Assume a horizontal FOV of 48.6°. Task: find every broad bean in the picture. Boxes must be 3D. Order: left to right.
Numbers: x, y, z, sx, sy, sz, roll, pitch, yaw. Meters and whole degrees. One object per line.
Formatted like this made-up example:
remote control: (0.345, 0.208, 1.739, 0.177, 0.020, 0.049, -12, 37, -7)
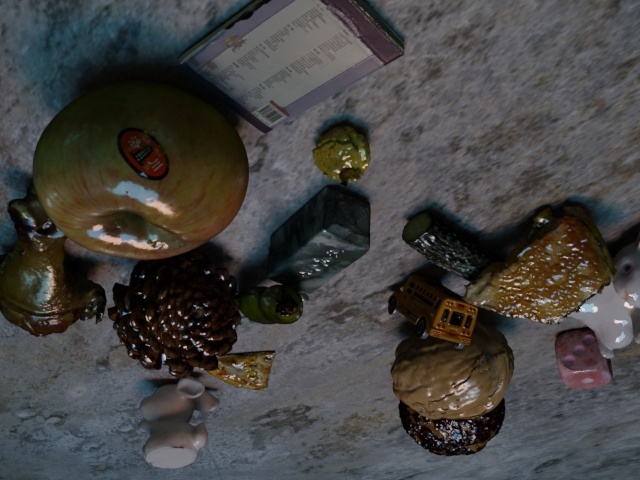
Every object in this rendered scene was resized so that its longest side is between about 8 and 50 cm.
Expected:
broad bean: (-0.084, 0.108, 1.185, 0.077, 0.061, 0.339, 27, 166, -16)

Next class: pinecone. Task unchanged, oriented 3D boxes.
pinecone: (-0.252, 0.116, 1.204, 0.222, 0.221, 0.221, 3, 145, 2)

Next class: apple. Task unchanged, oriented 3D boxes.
apple: (-0.225, -0.087, 0.907, 0.261, 0.193, 0.260, 2, 148, 1)

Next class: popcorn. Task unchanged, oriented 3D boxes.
popcorn: (0.031, -0.105, 0.955, 0.084, 0.084, 0.084, 3, 145, 2)

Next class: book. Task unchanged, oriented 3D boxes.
book: (-0.038, -0.221, 0.844, 0.231, 0.026, 0.157, -23, 140, 35)

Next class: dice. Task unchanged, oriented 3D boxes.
dice: (0.512, 0.231, 1.381, 0.093, 0.091, 0.094, -13, 141, 23)

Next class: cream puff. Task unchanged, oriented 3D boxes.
cream puff: (0.289, 0.383, 1.561, 0.239, 0.164, 0.239, 1, 148, 1)

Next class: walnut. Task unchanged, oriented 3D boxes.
walnut: (0.250, 0.240, 1.342, 0.198, 0.198, 0.245, 29, 141, -32)

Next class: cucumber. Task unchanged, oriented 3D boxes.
cucumber: (0.254, 0.039, 1.154, 0.294, 0.067, 0.068, 28, 139, -31)

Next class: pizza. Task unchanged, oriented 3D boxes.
pizza: (-0.153, 0.292, 1.586, 0.176, 0.036, 0.185, -21, 139, 31)
pizza: (0.341, 0.053, 1.088, 0.147, 0.069, 0.226, 45, 112, 6)

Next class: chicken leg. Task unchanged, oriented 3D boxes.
chicken leg: (-0.456, 0.068, 1.202, 0.212, 0.140, 0.361, 27, 143, -17)

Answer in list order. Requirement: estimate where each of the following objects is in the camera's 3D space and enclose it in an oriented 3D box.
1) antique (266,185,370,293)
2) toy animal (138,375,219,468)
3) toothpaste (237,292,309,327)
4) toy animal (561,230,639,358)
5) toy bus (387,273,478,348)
antique: (0.000, 0.000, 1.103, 0.088, 0.086, 0.183, 22, 142, -25)
toy animal: (-0.334, 0.425, 1.662, 0.179, 0.193, 0.127, -14, 139, 21)
toothpaste: (-0.125, 0.137, 1.363, 0.256, 0.037, 0.067, -18, 145, 35)
toy animal: (0.480, 0.068, 1.097, 0.140, 0.138, 0.282, 43, 154, 12)
toy bus: (0.188, 0.113, 1.207, 0.083, 0.088, 0.194, 16, -174, -18)
